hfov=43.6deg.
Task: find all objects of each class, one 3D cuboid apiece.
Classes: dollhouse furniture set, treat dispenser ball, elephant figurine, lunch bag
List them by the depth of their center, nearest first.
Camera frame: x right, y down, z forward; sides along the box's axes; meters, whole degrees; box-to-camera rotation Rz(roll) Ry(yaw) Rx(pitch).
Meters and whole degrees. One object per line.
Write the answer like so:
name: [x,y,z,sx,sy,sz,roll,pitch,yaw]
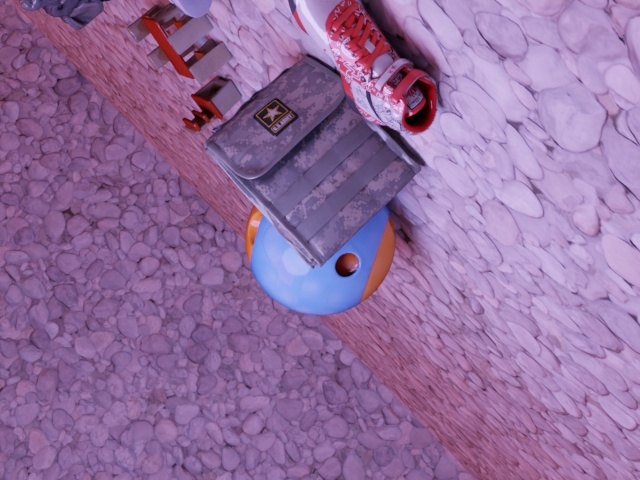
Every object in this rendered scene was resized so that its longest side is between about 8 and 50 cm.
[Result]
lunch bag: [-0.021,-0.135,1.314,0.287,0.235,0.169,47,173,-1]
treat dispenser ball: [0.000,0.000,1.535,0.288,0.288,0.288,44,167,13]
dollhouse furniture set: [-0.297,-0.372,1.725,0.262,0.135,0.259,30,158,53]
elephant figurine: [-0.563,-0.560,1.789,0.169,0.239,0.186,38,165,34]

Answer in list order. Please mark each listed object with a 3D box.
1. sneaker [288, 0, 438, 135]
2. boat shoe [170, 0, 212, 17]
sneaker: [0.067,-0.246,1.037,0.145,0.090,0.270,34,165,43]
boat shoe: [-0.287,-0.501,1.399,0.084,0.095,0.258,30,158,40]
